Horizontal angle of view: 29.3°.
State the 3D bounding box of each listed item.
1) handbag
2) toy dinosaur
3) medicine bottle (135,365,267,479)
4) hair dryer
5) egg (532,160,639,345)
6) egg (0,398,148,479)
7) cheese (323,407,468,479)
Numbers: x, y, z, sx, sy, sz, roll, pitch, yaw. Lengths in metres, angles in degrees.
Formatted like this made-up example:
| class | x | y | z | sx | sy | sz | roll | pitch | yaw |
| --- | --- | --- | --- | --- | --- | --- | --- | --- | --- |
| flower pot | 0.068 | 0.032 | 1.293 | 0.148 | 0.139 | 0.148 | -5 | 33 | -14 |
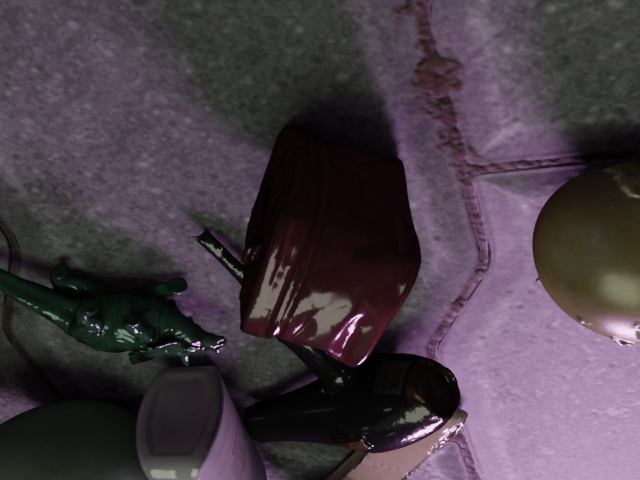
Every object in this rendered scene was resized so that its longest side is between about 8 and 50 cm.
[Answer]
| class | x | y | z | sx | sy | sz | roll | pitch | yaw |
| --- | --- | --- | --- | --- | --- | --- | --- | --- | --- |
| handbag | 0.000 | 0.000 | 1.073 | 0.135 | 0.225 | 0.146 | 18 | 119 | -11 |
| toy dinosaur | -0.240 | 0.069 | 1.319 | 0.292 | 0.079 | 0.120 | 24 | 143 | -17 |
| medicine bottle | -0.134 | 0.288 | 1.510 | 0.111 | 0.161 | 0.296 | -4 | 142 | 13 |
| hair dryer | -0.042 | 0.111 | 1.354 | 0.304 | 0.120 | 0.359 | -11 | 130 | 44 |
| egg | 0.285 | 0.012 | 1.090 | 0.202 | 0.164 | 0.164 | 21 | 140 | -20 |
| egg | -0.310 | 0.296 | 1.493 | 0.283 | 0.202 | 0.203 | -5 | 156 | -42 |
| cheese | 0.065 | 0.304 | 1.602 | 0.085 | 0.034 | 0.400 | 15 | 142 | -17 |
